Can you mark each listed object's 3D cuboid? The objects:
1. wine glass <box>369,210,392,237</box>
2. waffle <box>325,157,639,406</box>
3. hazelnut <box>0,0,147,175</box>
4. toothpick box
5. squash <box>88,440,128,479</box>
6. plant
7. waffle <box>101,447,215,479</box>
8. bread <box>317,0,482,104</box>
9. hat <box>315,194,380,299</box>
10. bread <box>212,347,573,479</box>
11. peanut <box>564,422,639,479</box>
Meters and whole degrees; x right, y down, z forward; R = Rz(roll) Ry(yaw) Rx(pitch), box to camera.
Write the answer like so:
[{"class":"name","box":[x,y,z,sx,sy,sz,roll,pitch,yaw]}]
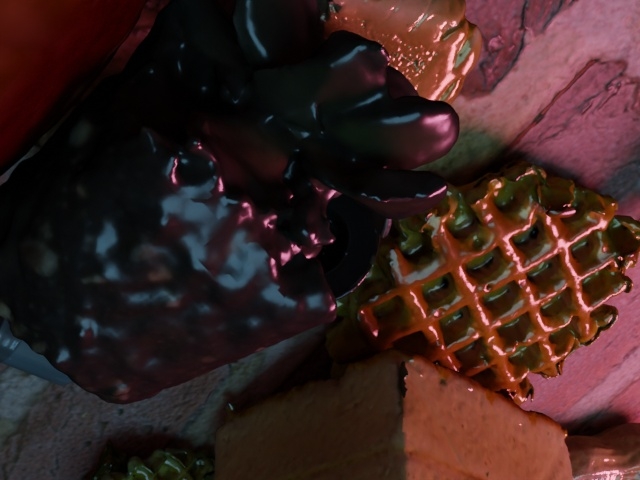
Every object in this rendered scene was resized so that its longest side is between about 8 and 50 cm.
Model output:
[{"class":"wine glass","box":[-0.054,-0.038,0.693,0.222,0.103,0.103,-7,128,-7]},{"class":"waffle","box":[0.159,0.057,0.858,0.325,0.068,0.302,9,123,-24]},{"class":"hazelnut","box":[-0.249,-0.163,0.394,0.421,0.353,0.421,-31,148,-22]},{"class":"toothpick box","box":[-0.252,0.090,0.765,0.052,0.052,0.083,-44,127,17]},{"class":"squash","box":[-0.224,0.300,0.925,0.075,0.090,0.200,3,117,19]},{"class":"plant","box":[-0.058,-0.034,0.538,0.276,0.188,0.199,-37,120,9]},{"class":"waffle","box":[-0.174,0.301,0.896,0.169,0.036,0.184,3,96,-47]},{"class":"bread","box":[0.032,-0.151,0.648,0.177,0.084,0.119,14,122,-26]},{"class":"hat","box":[0.000,0.000,0.768,0.121,0.121,0.050,-25,168,2]},{"class":"bread","box":[0.071,0.267,0.852,0.279,0.207,0.279,-28,137,34]},{"class":"peanut","box":[0.335,0.275,1.066,0.214,0.090,0.099,-9,118,-14]}]
